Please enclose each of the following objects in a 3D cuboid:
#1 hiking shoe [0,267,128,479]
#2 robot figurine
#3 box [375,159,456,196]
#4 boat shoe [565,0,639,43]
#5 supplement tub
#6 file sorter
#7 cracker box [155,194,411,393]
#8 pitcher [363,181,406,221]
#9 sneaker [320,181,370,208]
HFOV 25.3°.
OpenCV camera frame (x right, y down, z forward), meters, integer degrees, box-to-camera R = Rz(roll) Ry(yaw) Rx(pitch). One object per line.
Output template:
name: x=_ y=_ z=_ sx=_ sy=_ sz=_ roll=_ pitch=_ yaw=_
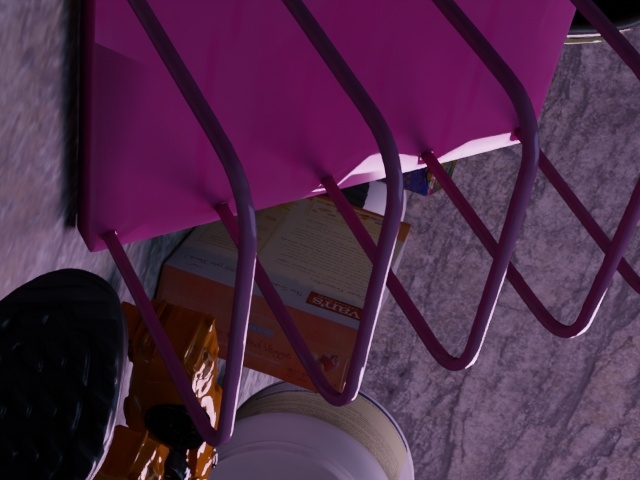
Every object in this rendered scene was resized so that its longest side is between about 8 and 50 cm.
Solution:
hiking shoe: x=-0.153 y=0.113 z=0.676 sx=0.114 sy=0.086 sz=0.227 roll=-121 pitch=-126 yaw=-80
robot figurine: x=-0.129 y=0.184 z=1.002 sx=0.291 sy=0.085 sz=0.211 roll=101 pitch=10 yaw=-47
box: x=0.051 y=-0.199 z=1.073 sx=0.279 sy=0.177 sz=0.290 roll=-27 pitch=135 yaw=-80
boat shoe: x=0.072 y=-0.179 z=0.828 sx=0.324 sy=0.096 sz=0.117 roll=7 pitch=101 yaw=-39
supplement tub: x=-0.026 y=0.283 z=1.513 sx=0.325 sy=0.235 sz=0.235 roll=-30 pitch=138 yaw=-81
file sorter: x=0.046 y=-0.044 z=0.718 sx=0.182 sy=0.290 sz=0.202 roll=59 pitch=-27 yaw=34
cracker box: x=-0.026 y=0.028 z=1.142 sx=0.232 sy=0.155 sz=0.067 roll=-57 pitch=164 yaw=-67
pitcher: x=0.000 y=0.000 z=1.570 sx=0.207 sy=0.125 sz=0.178 roll=-53 pitch=-176 yaw=-41
sneaker: x=0.010 y=-0.105 z=1.437 sx=0.131 sy=0.112 sz=0.319 roll=-53 pitch=-172 yaw=49
